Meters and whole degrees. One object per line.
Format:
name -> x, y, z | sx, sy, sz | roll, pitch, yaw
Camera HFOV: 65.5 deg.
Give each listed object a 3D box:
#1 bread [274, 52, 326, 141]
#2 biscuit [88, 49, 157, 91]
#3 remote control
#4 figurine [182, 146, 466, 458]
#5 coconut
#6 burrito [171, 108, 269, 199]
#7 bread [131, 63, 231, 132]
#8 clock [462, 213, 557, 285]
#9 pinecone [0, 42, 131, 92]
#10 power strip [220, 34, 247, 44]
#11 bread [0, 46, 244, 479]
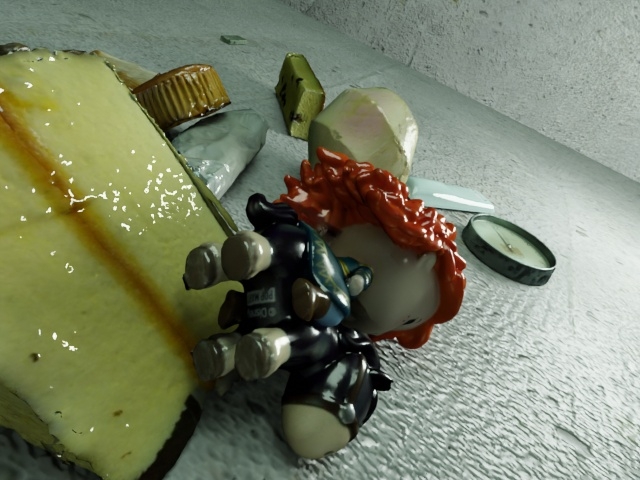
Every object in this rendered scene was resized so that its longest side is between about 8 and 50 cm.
bread -> -0.066, -0.423, 1.423 | 0.077, 0.138, 0.361 | 10, 32, -19
biscuit -> -0.408, -0.368, 1.188 | 0.309, 0.040, 0.204 | 14, 31, -15
remote control -> 0.331, -0.123, 1.308 | 0.293, 0.051, 0.103 | 6, 34, -30
figurine -> 0.025, 0.059, 0.610 | 0.306, 0.241, 0.412 | 51, 38, -6
coconut -> 0.085, -0.192, 1.072 | 0.259, 0.259, 0.259 | 18, 30, -11
burrito -> -0.207, -0.159, 0.934 | 0.139, 0.101, 0.445 | 19, 31, -1
bread -> -0.285, -0.279, 0.980 | 0.199, 0.104, 0.199 | -20, 18, 7
clock -> 0.443, 0.016, 1.167 | 0.226, 0.049, 0.226 | 18, 31, -11
pinecone -> -0.368, -0.129, 0.652 | 0.257, 0.243, 0.243 | 4, 25, 17
power strip -> -0.329, -0.773, 1.915 | 0.051, 0.019, 0.136 | 29, 30, 12
bread -> -0.193, 0.004, 0.468 | 0.242, 0.404, 0.345 | 19, 41, 12
